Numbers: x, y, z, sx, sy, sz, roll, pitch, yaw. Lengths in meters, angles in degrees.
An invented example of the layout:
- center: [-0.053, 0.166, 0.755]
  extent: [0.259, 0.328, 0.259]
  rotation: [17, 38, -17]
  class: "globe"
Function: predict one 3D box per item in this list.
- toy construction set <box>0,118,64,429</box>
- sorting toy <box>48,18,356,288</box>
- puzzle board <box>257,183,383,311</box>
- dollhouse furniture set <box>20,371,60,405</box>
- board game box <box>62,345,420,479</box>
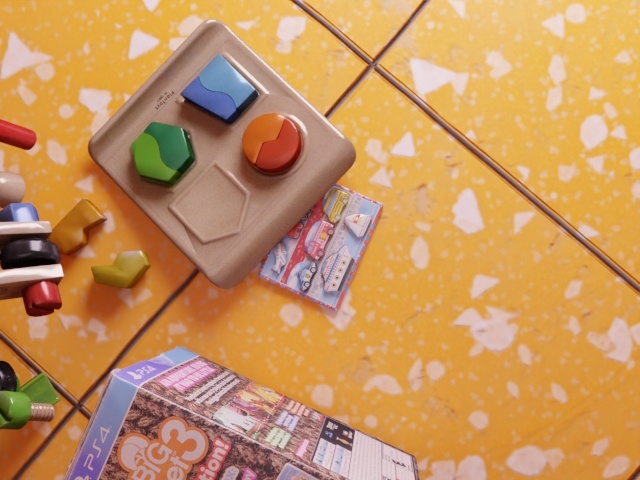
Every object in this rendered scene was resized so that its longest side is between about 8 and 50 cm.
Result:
- center: [-0.404, 0.010, 0.781]
  extent: [0.257, 0.237, 0.309]
  rotation: [-1, 78, 33]
  class: "toy construction set"
- center: [-0.143, -0.062, 0.885]
  extent: [0.229, 0.041, 0.307]
  rotation: [44, 91, 8]
  class: "sorting toy"
- center: [0.000, 0.000, 0.894]
  extent: [0.096, 0.011, 0.128]
  rotation: [24, 90, 5]
  class: "puzzle board"
- center: [-0.366, 0.197, 0.905]
  extent: [0.151, 0.058, 0.076]
  rotation: [-30, 94, 21]
  class: "dollhouse furniture set"
- center: [-0.063, 0.232, 0.779]
  extent: [0.291, 0.232, 0.141]
  rotation: [24, 90, 5]
  class: "board game box"
